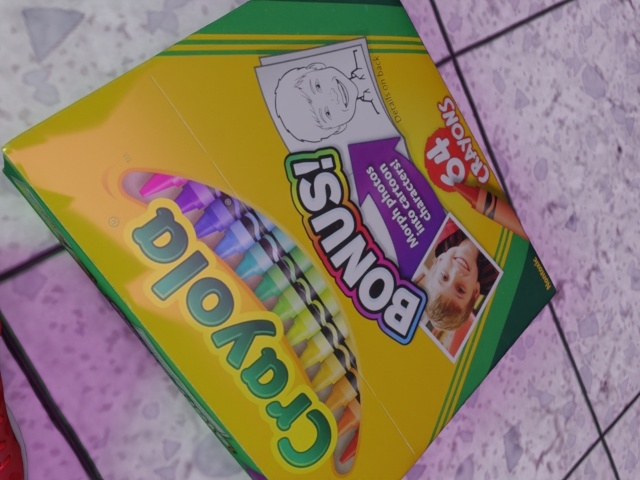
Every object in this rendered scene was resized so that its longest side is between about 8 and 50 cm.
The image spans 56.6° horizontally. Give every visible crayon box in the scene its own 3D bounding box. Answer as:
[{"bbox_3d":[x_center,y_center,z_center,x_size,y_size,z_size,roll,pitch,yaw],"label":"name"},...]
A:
[{"bbox_3d":[0.000,0.000,0.484,0.313,0.106,0.363,-42,108,-25],"label":"crayon box"}]

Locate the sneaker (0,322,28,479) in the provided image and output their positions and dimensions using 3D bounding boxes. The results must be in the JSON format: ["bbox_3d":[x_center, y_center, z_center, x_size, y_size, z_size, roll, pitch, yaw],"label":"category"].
[{"bbox_3d":[-0.219,0.102,0.338,0.087,0.128,0.221,-16,96,-30],"label":"sneaker"}]
